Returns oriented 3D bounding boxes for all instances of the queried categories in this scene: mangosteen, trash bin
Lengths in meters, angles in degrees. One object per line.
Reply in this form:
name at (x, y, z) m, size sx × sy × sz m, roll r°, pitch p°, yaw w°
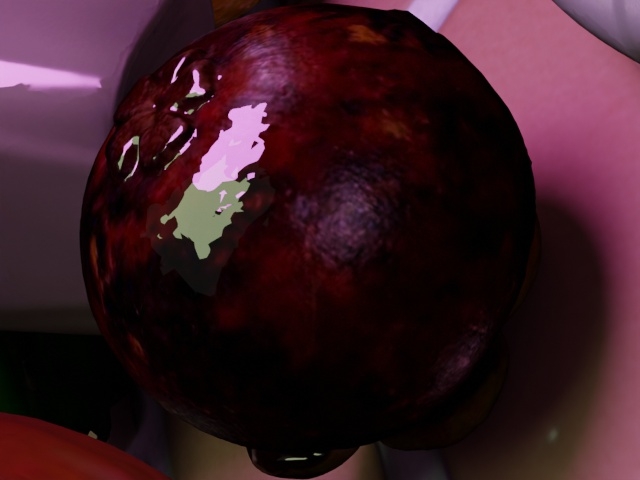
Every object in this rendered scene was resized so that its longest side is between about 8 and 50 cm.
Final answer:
mangosteen at (0.000, 0.000, 0.557) m, size 0.210 × 0.210 × 0.210 m, roll -41°, pitch 39°, yaw 44°
trash bin at (-0.194, -0.058, 0.700) m, size 0.219 × 0.250 × 0.220 m, roll -70°, pitch -19°, yaw -52°

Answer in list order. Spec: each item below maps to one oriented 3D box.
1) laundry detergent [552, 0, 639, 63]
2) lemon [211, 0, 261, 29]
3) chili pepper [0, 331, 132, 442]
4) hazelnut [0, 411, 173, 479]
laundry detergent at (0.136, -0.233, 0.548) m, size 0.264 × 0.124 × 0.398 m, roll -62°, pitch 27°, yaw 17°
lemon at (-0.126, -0.298, 0.862) m, size 0.364 × 0.364 × 0.364 m, roll -41°, pitch 39°, yaw 44°
chili pepper at (-0.215, 0.023, 0.896) m, size 0.167 × 0.213 × 0.385 m, roll -44°, pitch 54°, yaw 36°
hazelnut at (-0.154, 0.273, 0.532) m, size 0.409 × 0.359 × 0.359 m, roll -59°, pitch 29°, yaw 11°
